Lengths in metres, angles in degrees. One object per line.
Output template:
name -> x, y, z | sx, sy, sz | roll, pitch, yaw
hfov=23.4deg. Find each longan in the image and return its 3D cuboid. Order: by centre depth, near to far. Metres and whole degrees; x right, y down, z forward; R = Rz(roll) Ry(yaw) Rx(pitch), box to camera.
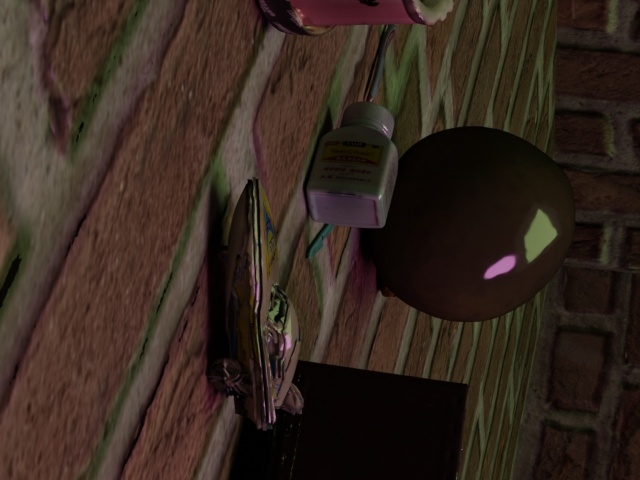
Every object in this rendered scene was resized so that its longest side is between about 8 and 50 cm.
longan -> 0.165, -0.018, 1.736 | 0.246, 0.246, 0.215 | -40, 121, -71

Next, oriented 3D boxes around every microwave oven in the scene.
microwave oven -> 0.023, 0.247, 1.344 | 0.178, 0.188, 0.247 | 83, 13, -62

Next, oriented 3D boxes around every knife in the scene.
knife -> 0.000, 0.000, 1.504 | 0.091, 0.005, 0.014 | -52, 144, -65

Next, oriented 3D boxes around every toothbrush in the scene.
toothbrush -> 0.075, -0.219, 1.697 | 0.013, 0.019, 0.193 | 82, 21, -49

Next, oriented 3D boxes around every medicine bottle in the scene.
medicine bottle -> 0.035, -0.073, 1.465 | 0.055, 0.074, 0.118 | 79, 22, -50

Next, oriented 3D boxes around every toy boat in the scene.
toy boat -> -0.049, 0.046, 1.190 | 0.084, 0.066, 0.210 | -64, 156, -59

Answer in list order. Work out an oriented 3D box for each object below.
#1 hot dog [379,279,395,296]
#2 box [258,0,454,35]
hot dog -> 0.090, 0.036, 1.838 | 0.083, 0.035, 0.058 | -46, 140, -69
box -> 0.036, -0.234, 1.214 | 0.151, 0.135, 0.151 | -28, 122, -59
